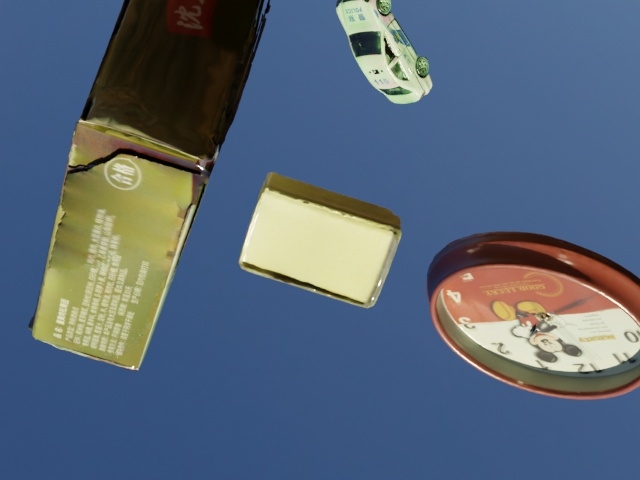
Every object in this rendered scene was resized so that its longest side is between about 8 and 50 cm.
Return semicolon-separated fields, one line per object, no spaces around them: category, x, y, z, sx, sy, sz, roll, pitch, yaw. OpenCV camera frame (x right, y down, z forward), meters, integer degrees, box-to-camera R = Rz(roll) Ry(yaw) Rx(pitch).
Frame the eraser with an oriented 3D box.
eraser;0.000;0.000;1.645;0.172;0.117;0.058;17;-152;-3

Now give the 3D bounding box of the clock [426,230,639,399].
clock;0.286;0.090;1.765;0.318;0.318;0.080;30;-123;-12

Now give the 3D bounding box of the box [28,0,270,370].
box;-0.169;-0.121;1.469;0.138;0.420;0.373;19;-125;-6

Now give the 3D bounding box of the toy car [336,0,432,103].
toy car;0.099;-0.318;2.309;0.224;0.090;0.076;54;-126;-33
